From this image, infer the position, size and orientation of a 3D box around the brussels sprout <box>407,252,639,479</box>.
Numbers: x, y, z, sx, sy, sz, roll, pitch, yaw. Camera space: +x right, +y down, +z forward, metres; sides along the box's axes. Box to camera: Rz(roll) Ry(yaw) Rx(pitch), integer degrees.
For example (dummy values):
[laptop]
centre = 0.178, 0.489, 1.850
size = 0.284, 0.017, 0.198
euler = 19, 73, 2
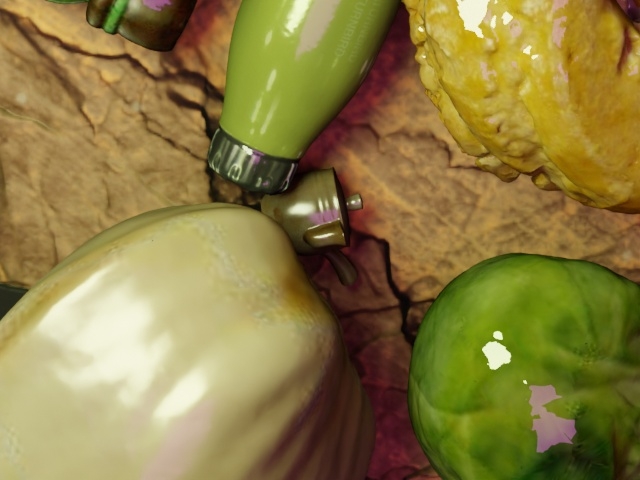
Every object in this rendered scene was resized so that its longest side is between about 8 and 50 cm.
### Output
[brussels sprout]
centre = 0.197, 0.128, 1.287
size = 0.271, 0.210, 0.219
euler = 14, 86, -22

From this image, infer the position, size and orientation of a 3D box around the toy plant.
[toy plant]
centre = -0.168, -0.211, 1.226
size = 0.162, 0.093, 0.092
euler = 26, 105, -9

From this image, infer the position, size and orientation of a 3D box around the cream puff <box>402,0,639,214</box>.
[cream puff]
centre = 0.221, -0.186, 1.166
size = 0.343, 0.231, 0.327
euler = -42, 117, -4

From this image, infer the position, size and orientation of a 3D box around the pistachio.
[pistachio]
centre = -0.126, 0.167, 1.241
size = 0.365, 0.281, 0.445
euler = 1, 125, -34

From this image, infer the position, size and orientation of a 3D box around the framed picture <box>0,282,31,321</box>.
[framed picture]
centre = -0.254, 0.202, 1.370
size = 0.265, 0.016, 0.347
euler = 13, 108, -17

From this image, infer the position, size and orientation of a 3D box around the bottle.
[bottle]
centre = -0.008, -0.161, 1.233
size = 0.112, 0.112, 0.260
euler = 22, 106, -8

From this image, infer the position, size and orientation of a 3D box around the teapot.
[teapot]
centre = 0.000, 0.000, 1.307
size = 0.080, 0.085, 0.110
euler = -12, 127, 4
